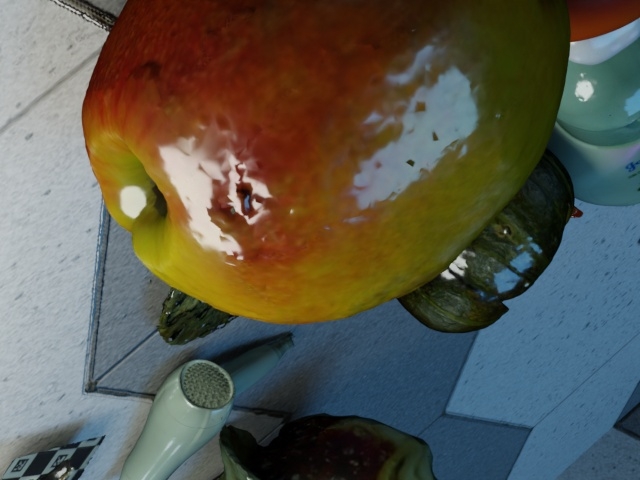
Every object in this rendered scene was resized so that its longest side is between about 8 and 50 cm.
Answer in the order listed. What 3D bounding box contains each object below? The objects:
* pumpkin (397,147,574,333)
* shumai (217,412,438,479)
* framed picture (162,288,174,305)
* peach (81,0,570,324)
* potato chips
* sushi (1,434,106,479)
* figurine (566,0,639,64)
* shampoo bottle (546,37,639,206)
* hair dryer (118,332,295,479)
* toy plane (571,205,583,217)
[{"bbox_3d":[0.166,-0.013,2.032,0.238,0.159,0.238,-57,-179,2],"label":"pumpkin"},{"bbox_3d":[0.002,0.363,2.230,0.395,0.395,0.348,-10,131,-57],"label":"shumai"},{"bbox_3d":[0.004,-0.052,1.864,0.324,0.013,0.244,-50,159,17],"label":"framed picture"},{"bbox_3d":[0.015,-0.115,1.350,0.372,0.290,0.373,-35,155,-19],"label":"peach"},{"bbox_3d":[-0.078,0.025,1.802,0.202,0.029,0.220,-41,161,1],"label":"potato chips"},{"bbox_3d":[-0.306,0.263,1.868,0.139,0.031,0.201,-8,137,-57],"label":"sushi"},{"bbox_3d":[0.207,-0.254,1.583,0.320,0.196,0.323,-36,168,2],"label":"figurine"},{"bbox_3d":[0.322,-0.156,2.062,0.222,0.151,0.349,-39,160,5],"label":"shampoo bottle"},{"bbox_3d":[-0.107,0.168,2.041,0.237,0.075,0.206,-36,167,-43],"label":"hair dryer"},{"bbox_3d":[0.242,-0.003,2.344,0.189,0.061,0.130,-43,161,10],"label":"toy plane"}]
